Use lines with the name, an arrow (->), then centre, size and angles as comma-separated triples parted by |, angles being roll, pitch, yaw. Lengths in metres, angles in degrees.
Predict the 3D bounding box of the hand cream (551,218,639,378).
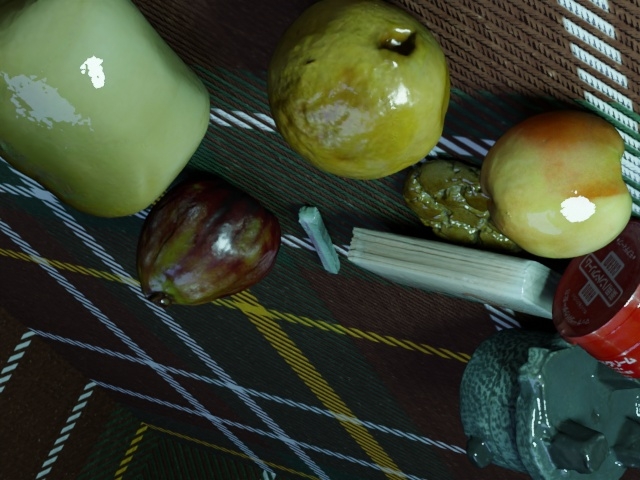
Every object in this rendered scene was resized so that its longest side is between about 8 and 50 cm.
hand cream -> 0.418, 0.079, 1.467 | 0.125, 0.193, 0.193 | 32, 156, -15

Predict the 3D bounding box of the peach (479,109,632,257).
peach -> 0.281, -0.067, 1.301 | 0.184, 0.184, 0.184 | 21, 156, 10

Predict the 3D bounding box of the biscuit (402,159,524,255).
biscuit -> 0.219, -0.043, 1.595 | 0.226, 0.042, 0.226 | 21, 157, 9

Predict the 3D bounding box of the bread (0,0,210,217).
bread -> -0.354, -0.208, 1.561 | 0.348, 0.253, 0.376 | 4, 151, 34

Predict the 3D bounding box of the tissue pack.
tissue pack -> 0.215, 0.051, 1.691 | 0.325, 0.071, 0.170 | 11, 173, 39

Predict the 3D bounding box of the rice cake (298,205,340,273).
rice cake -> 0.001, 0.001, 1.916 | 0.033, 0.033, 0.207 | 6, 152, 18

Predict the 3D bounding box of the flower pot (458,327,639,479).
flower pot -> 0.389, 0.268, 1.780 | 0.299, 0.299, 0.283 | 41, 160, -31

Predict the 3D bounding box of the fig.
fig -> -0.199, 0.002, 1.894 | 0.263, 0.224, 0.224 | -18, 156, -8

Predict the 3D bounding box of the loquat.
loquat -> 0.044, -0.178, 1.293 | 0.238, 0.193, 0.238 | 16, 159, 6
